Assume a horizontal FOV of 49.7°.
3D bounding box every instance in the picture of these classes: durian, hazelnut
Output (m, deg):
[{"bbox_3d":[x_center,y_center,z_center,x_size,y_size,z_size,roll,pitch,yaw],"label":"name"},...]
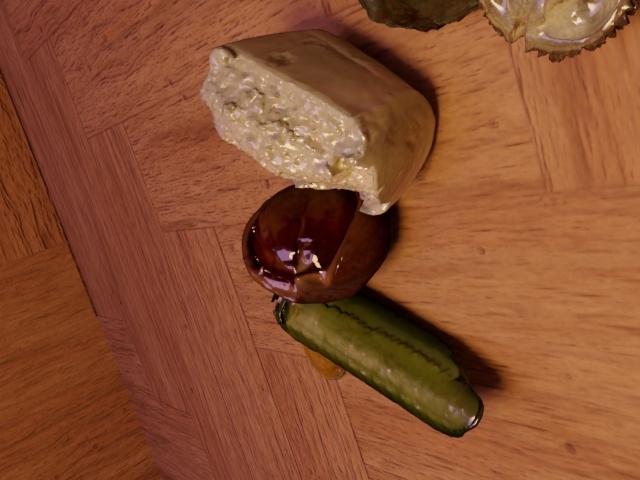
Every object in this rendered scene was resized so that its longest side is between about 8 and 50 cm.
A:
[{"bbox_3d":[0.200,-0.235,0.526,0.148,0.091,0.188,44,140,9],"label":"durian"},{"bbox_3d":[0.000,-0.007,0.882,0.202,0.161,0.170,-41,57,46],"label":"hazelnut"}]

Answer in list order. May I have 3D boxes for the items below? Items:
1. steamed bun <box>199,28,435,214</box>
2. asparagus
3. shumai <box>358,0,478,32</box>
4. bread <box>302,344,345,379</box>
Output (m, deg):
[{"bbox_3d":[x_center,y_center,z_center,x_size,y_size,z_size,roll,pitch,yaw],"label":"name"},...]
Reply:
[{"bbox_3d":[0.003,-0.118,0.766,0.225,0.200,0.170,41,134,34],"label":"steamed bun"},{"bbox_3d":[0.075,0.143,0.923,0.382,0.108,0.128,28,163,40],"label":"asparagus"},{"bbox_3d":[0.046,-0.299,0.599,0.222,0.204,0.272,45,145,28],"label":"shumai"},{"bbox_3d":[0.005,0.178,1.121,0.110,0.024,0.110,32,133,41],"label":"bread"}]
